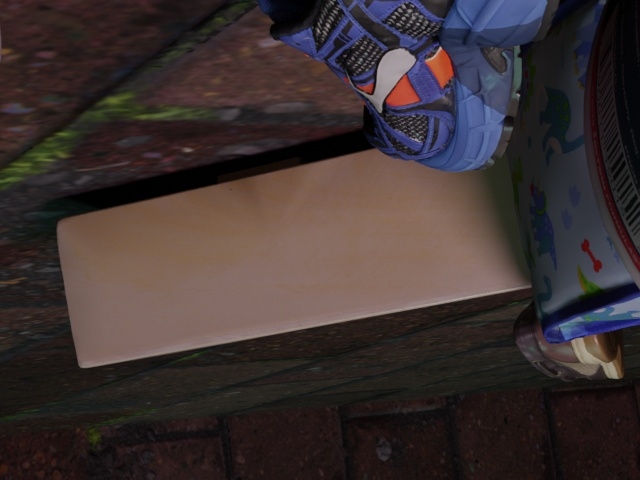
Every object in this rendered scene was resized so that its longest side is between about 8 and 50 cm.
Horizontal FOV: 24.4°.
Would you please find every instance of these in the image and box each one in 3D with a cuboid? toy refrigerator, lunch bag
[{"bbox_3d":[0.000,0.000,0.810,0.269,0.094,0.102,-11,176,20],"label":"toy refrigerator"},{"bbox_3d":[0.128,-0.028,0.640,0.096,0.129,0.151,-3,168,-22],"label":"lunch bag"}]

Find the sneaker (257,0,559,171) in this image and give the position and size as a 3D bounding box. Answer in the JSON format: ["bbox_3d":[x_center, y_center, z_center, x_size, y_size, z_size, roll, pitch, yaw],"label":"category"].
[{"bbox_3d":[0.023,-0.081,0.464,0.087,0.083,0.221,6,164,2],"label":"sneaker"}]

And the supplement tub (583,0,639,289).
[{"bbox_3d":[0.170,-0.056,0.343,0.191,0.191,0.272,-8,170,1],"label":"supplement tub"}]

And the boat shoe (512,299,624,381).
[{"bbox_3d":[0.132,0.046,0.781,0.049,0.056,0.152,-7,168,15],"label":"boat shoe"}]
